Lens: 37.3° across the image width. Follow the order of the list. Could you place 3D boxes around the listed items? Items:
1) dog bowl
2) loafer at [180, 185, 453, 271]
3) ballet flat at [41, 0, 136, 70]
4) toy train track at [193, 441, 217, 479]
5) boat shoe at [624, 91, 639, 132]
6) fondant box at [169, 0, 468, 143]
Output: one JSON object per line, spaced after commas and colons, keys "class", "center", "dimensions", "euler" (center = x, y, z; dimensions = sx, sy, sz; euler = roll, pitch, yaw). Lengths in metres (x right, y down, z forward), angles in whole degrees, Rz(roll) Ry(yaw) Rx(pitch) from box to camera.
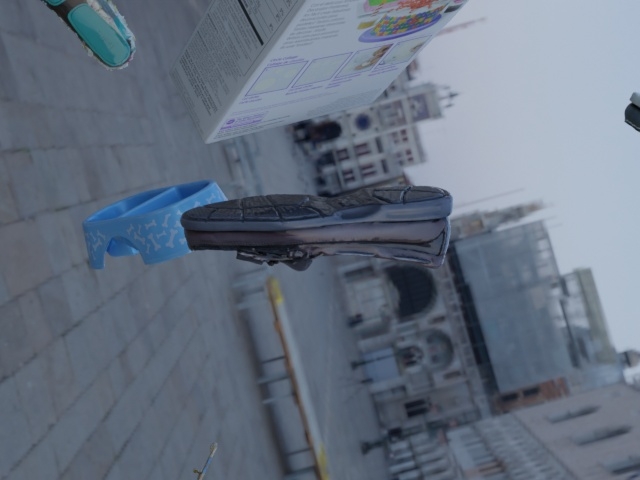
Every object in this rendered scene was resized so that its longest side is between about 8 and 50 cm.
{"class": "dog bowl", "center": [-0.252, -0.028, 1.450], "dimensions": [0.166, 0.297, 0.074], "euler": [-34, 110, -41]}
{"class": "loafer", "center": [0.000, 0.000, 1.047], "dimensions": [0.109, 0.302, 0.095], "euler": [-116, -158, -71]}
{"class": "ballet flat", "center": [-0.351, -0.350, 1.357], "dimensions": [0.241, 0.091, 0.077], "euler": [60, 1, -27]}
{"class": "toy train track", "center": [-0.155, 0.294, 1.221], "dimensions": [0.048, 0.014, 0.083], "euler": [-97, -148, -70]}
{"class": "boat shoe", "center": [0.469, -0.075, 1.168], "dimensions": [0.319, 0.099, 0.116], "euler": [26, 18, -33]}
{"class": "fondant box", "center": [0.023, -0.234, 0.927], "dimensions": [0.330, 0.238, 0.096], "euler": [-40, -107, 53]}
